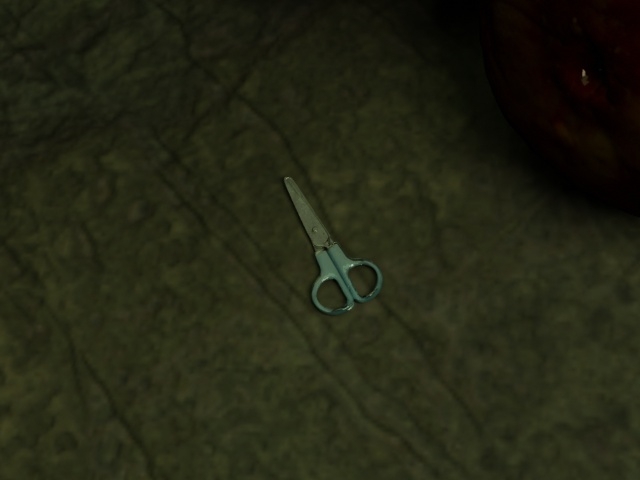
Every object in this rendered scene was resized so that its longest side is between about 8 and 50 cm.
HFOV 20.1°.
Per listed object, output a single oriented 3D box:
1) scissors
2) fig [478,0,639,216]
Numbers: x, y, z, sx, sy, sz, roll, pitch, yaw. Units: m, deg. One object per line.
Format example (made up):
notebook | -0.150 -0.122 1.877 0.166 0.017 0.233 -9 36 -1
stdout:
scissors | 0.000 0.000 0.868 0.036 0.006 0.083 -28 59 -4
fig | 0.217 -0.109 0.803 0.290 0.190 0.190 -9 58 -14
